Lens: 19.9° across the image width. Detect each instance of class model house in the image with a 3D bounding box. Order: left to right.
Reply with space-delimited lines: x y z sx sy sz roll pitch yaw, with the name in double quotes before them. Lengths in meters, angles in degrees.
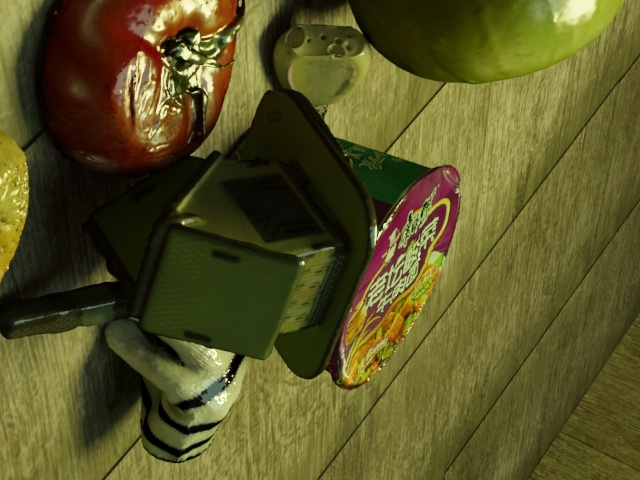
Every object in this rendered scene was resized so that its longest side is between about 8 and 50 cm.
"model house" -0.126 0.009 1.532 0.278 0.205 0.218 -8 136 -33

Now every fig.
"fig" 0.158 -0.315 1.772 0.316 0.316 0.316 -50 155 -34

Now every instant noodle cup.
"instant noodle cup" 0.000 0.000 1.846 0.251 0.190 0.251 -51 156 -33

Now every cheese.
"cheese" -0.002 -0.155 1.837 0.192 0.097 0.037 100 -9 -66

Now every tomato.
"tomato" -0.132 -0.146 1.493 0.228 0.101 0.228 -46 150 -37

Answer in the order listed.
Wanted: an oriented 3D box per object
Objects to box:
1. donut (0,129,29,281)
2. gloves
"donut" -0.290 0.025 1.213 0.278 0.108 0.277 -61 176 -7
"gloves" -0.124 0.100 1.758 0.140 0.131 0.219 -42 159 -51
